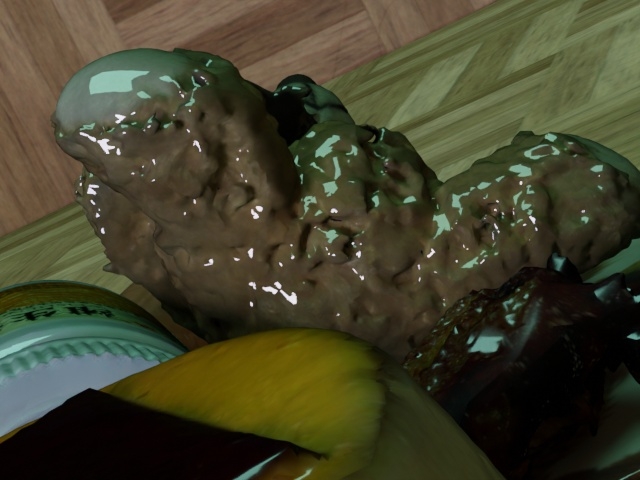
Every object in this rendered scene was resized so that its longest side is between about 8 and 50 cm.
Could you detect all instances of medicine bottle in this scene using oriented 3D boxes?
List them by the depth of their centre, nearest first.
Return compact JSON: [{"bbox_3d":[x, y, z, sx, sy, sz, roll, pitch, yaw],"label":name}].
[{"bbox_3d":[-0.114,0.105,0.870,0.158,0.158,0.318,-29,9,-8],"label":"medicine bottle"}]

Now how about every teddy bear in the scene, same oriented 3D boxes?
[{"bbox_3d":[0.000,0.000,0.901,0.267,0.156,0.256,11,7,-8],"label":"teddy bear"}]

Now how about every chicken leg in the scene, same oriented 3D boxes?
[{"bbox_3d":[0.053,0.071,0.689,0.105,0.063,0.234,-22,16,48],"label":"chicken leg"}]

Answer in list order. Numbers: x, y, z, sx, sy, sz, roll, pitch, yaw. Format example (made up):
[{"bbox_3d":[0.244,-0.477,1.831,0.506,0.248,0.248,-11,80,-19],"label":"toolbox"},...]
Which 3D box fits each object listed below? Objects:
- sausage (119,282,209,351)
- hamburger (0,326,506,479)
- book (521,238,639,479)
[{"bbox_3d":[-0.118,0.088,1.171,0.086,0.086,0.289,-24,11,18],"label":"sausage"},{"bbox_3d":[-0.063,0.150,0.448,0.300,0.176,0.300,-27,8,4],"label":"hamburger"},{"bbox_3d":[0.191,0.023,0.817,0.428,0.039,0.300,-28,10,0],"label":"book"}]
